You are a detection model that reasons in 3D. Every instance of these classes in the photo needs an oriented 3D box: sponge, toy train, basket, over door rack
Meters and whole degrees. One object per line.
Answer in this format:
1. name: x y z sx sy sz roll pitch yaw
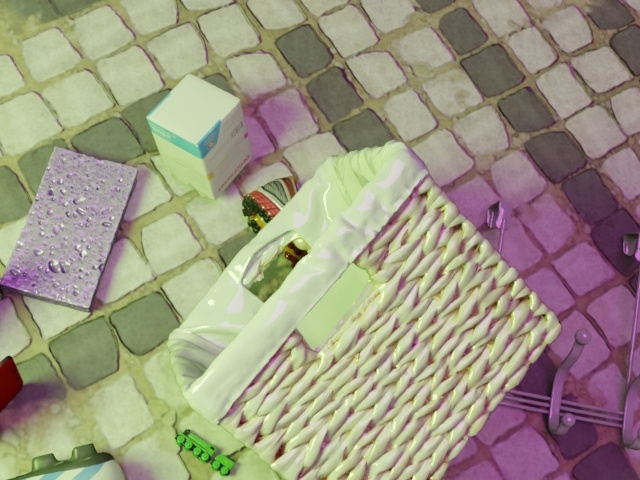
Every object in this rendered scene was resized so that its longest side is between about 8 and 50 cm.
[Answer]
1. sponge: -0.326 -0.017 1.231 0.117 0.031 0.210 16 66 -5
2. toy train: -0.144 0.263 1.164 0.083 0.017 0.023 35 56 4
3. basket: 0.034 0.099 1.037 0.266 0.331 0.328 42 84 -10
4. over door rack: 0.340 0.101 1.278 0.240 0.108 0.324 12 66 -7

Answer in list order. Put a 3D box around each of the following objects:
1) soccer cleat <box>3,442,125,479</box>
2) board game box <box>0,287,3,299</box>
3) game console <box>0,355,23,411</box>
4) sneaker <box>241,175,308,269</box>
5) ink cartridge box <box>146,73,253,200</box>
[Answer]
1. soccer cleat: -0.377 0.330 1.036 0.331 0.116 0.143 -13 78 -14
2. board game box: -0.472 0.134 1.084 0.030 0.136 0.259 35 67 5
3. game console: -0.417 0.180 1.071 0.124 0.144 0.085 8 66 -8
4. sneaker: 0.000 0.000 1.261 0.093 0.088 0.225 -39 82 -28
5. ink cartridge box: -0.158 -0.132 1.259 0.090 0.143 0.092 29 65 20
